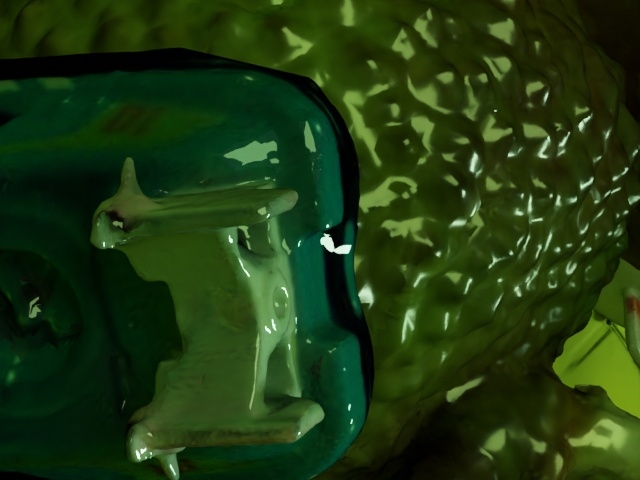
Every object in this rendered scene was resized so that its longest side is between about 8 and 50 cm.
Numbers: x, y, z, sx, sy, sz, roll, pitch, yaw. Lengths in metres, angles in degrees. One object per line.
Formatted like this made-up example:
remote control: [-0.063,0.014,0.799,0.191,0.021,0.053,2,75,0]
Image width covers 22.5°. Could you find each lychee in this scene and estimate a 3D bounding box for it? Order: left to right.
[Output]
lychee: [-0.007,-0.008,0.605,0.270,0.270,0.320,11,26,-33]

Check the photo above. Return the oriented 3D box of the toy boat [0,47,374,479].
toy boat: [-0.138,0.018,0.468,0.092,0.298,0.134,-25,110,-70]

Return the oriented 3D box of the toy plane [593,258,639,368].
toy plane: [0.145,-0.047,0.840,0.252,0.118,0.252,19,53,-28]

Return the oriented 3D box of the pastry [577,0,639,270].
pastry: [0.170,-0.088,0.663,0.121,0.257,0.236,-14,91,-39]
